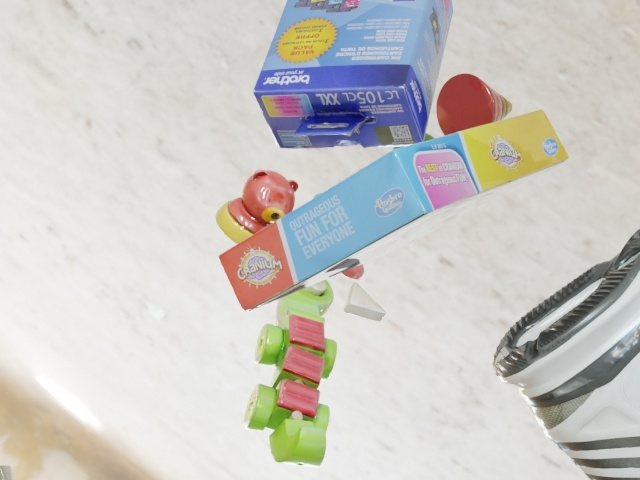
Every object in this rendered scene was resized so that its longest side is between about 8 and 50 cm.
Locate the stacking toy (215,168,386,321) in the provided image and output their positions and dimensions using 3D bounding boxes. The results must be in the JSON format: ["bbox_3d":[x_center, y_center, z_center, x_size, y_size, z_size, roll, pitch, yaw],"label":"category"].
[{"bbox_3d":[0.000,0.000,1.973,0.130,0.309,0.279,-55,47,25],"label":"stacking toy"}]

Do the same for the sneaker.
[{"bbox_3d":[0.419,0.086,1.095,0.257,0.447,0.169,53,-173,-7],"label":"sneaker"}]

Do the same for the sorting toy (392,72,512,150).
[{"bbox_3d":[0.221,-0.149,1.949,0.127,0.126,0.365,59,134,23],"label":"sorting toy"}]

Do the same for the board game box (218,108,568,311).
[{"bbox_3d":[0.083,-0.036,1.138,0.242,0.316,0.064,-30,84,36],"label":"board game box"}]

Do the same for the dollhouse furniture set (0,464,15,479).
[{"bbox_3d":[-0.434,0.331,1.319,0.151,0.123,0.144,95,154,-79],"label":"dollhouse furniture set"}]

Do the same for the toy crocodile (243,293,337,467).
[{"bbox_3d":[-0.034,0.193,1.611,0.115,0.340,0.105,20,127,-12],"label":"toy crocodile"}]

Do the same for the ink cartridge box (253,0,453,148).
[{"bbox_3d":[0.059,-0.300,1.868,0.270,0.395,0.151,0,144,21],"label":"ink cartridge box"}]
